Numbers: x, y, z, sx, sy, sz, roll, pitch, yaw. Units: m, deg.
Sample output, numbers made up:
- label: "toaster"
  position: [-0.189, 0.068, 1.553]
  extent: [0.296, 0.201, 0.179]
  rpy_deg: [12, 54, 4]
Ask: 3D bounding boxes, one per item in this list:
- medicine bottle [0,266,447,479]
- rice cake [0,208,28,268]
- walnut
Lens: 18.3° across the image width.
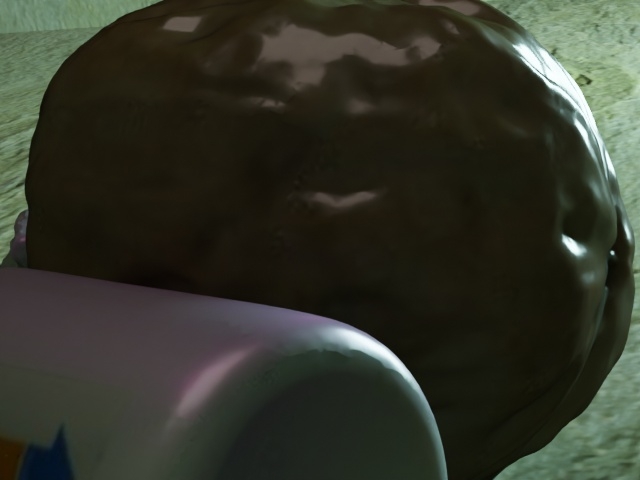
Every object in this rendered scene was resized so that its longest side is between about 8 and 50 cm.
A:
- label: "medicine bottle"
  position: [-0.091, 0.087, 0.712]
  extent: [0.254, 0.152, 0.152]
  rpy_deg: [6, 17, 44]
- label: "rice cake"
  position: [-0.014, -0.005, 1.259]
  extent: [0.399, 0.064, 0.070]
  rpy_deg: [-7, 19, -4]
- label: "walnut"
  position: [0.001, 0.000, 0.867]
  extent: [0.273, 0.227, 0.273]
  rpy_deg: [0, 12, 0]
